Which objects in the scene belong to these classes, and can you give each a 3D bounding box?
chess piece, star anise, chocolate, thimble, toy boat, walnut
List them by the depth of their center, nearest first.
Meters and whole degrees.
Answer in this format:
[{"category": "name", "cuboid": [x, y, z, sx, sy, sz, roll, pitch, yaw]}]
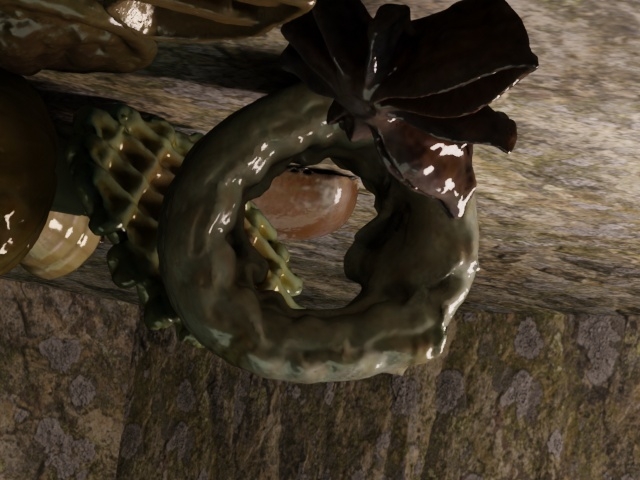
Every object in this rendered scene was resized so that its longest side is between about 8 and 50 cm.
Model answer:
[{"category": "toy boat", "cuboid": [-0.083, -0.182, 1.245, 0.116, 0.061, 0.188, 9, 172, -25]}, {"category": "star anise", "cuboid": [0.065, -0.122, 1.381, 0.198, 0.110, 0.257, 30, 160, 11]}, {"category": "walnut", "cuboid": [-0.366, -0.053, 1.595, 0.283, 0.283, 0.227, 7, 144, -5]}, {"category": "thimble", "cuboid": [0.000, 0.000, 1.669, 0.291, 0.291, 0.195, 8, 178, -10]}, {"category": "chocolate", "cuboid": [-0.081, -0.043, 2.207, 0.261, 0.083, 0.161, 5, 174, 9]}, {"category": "chess piece", "cuboid": [-0.416, -0.059, 2.334, 0.137, 0.137, 0.301, 2, 158, 32]}]

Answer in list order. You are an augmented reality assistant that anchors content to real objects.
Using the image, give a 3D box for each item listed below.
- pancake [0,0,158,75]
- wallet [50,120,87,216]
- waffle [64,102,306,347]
[{"category": "pancake", "cuboid": [-0.247, -0.173, 1.496, 0.242, 0.050, 0.242, 6, 173, 1]}, {"category": "wallet", "cuboid": [-0.326, -0.092, 1.880, 0.309, 0.077, 0.223, 13, -166, -43]}, {"category": "waffle", "cuboid": [-0.136, -0.010, 1.856, 0.056, 0.292, 0.309, -38, 154, 27]}]
